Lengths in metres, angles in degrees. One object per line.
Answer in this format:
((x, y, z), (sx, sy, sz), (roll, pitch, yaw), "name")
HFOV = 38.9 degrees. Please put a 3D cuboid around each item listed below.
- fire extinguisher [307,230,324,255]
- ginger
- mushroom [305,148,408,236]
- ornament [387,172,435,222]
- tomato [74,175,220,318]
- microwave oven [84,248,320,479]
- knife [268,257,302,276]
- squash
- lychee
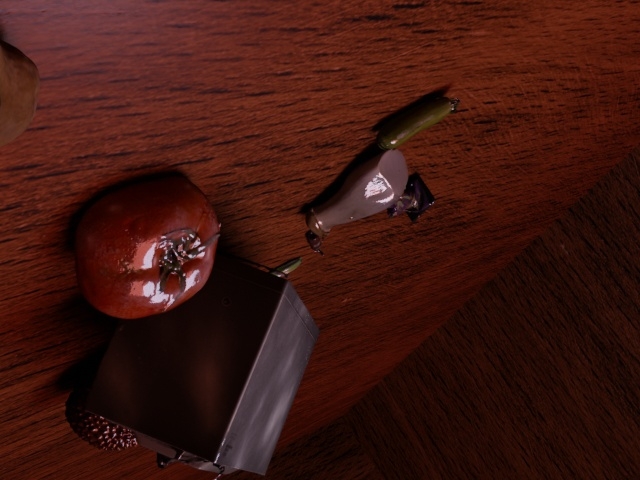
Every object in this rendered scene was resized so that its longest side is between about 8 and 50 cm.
((-0.005, -0.004, 1.924), (0.100, 0.032, 0.046), (70, 41, -72), "fire extinguisher")
((-0.316, -0.165, 0.837), (0.122, 0.115, 0.193), (-49, 168, -43), "ginger")
((0.071, -0.089, 1.750), (0.225, 0.093, 0.116), (-34, 143, 25), "mushroom")
((0.149, -0.080, 1.911), (0.203, 0.081, 0.088), (-12, 150, -52), "ornament")
((-0.239, 0.018, 1.313), (0.236, 0.095, 0.237), (-29, 135, -33), "tomato")
((-0.185, 0.228, 1.599), (0.432, 0.236, 0.375), (68, 41, -71), "microwave oven")
((-0.109, 0.078, 1.941), (0.184, 0.022, 0.026), (-28, -174, -26), "knife")
((0.177, -0.219, 1.652), (0.183, 0.052, 0.052), (-30, 162, -17), "squash")
((-0.402, 0.321, 1.759), (0.188, 0.188, 0.188), (-32, 162, -12), "lychee")
